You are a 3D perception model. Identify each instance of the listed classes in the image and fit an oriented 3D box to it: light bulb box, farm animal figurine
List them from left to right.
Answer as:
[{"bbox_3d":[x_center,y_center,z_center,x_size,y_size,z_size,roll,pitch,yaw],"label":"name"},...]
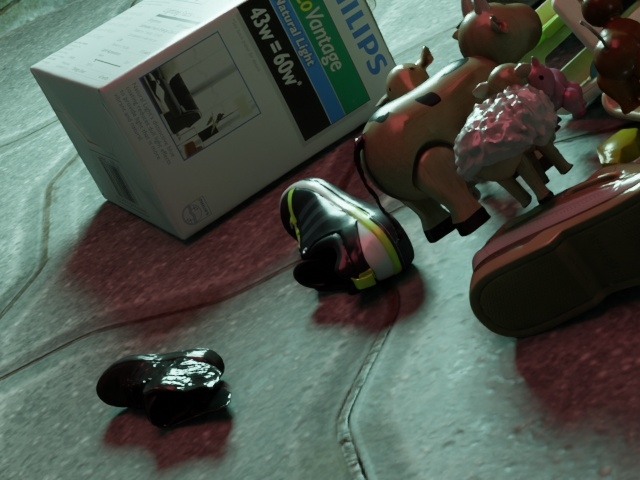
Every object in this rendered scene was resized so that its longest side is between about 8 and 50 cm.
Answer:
[{"bbox_3d":[-0.142,-0.214,1.905,0.361,0.225,0.358,-33,23,-15],"label":"light bulb box"},{"bbox_3d":[0.147,-0.135,1.371,0.327,0.172,0.330,-42,9,-35],"label":"farm animal figurine"}]

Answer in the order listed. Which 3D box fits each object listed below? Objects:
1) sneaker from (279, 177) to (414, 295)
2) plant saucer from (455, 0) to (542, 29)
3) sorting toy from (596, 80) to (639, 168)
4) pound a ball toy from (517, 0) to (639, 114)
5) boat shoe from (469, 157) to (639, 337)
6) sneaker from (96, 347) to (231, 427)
[{"bbox_3d":[0.000,0.000,1.477,0.097,0.084,0.234,-37,24,-18],"label":"sneaker"},{"bbox_3d":[0.303,-0.353,1.812,0.310,0.050,0.310,-40,0,0],"label":"plant saucer"},{"bbox_3d":[0.388,-0.137,1.403,0.307,0.041,0.229,-36,28,-17],"label":"sorting toy"},{"bbox_3d":[0.343,-0.260,1.629,0.319,0.136,0.208,-41,1,-29],"label":"pound a ball toy"},{"bbox_3d":[0.263,-0.021,1.191,0.302,0.113,0.103,-19,30,21],"label":"boat shoe"},{"bbox_3d":[-0.156,0.146,1.384,0.170,0.051,0.089,-14,22,22],"label":"sneaker"}]
